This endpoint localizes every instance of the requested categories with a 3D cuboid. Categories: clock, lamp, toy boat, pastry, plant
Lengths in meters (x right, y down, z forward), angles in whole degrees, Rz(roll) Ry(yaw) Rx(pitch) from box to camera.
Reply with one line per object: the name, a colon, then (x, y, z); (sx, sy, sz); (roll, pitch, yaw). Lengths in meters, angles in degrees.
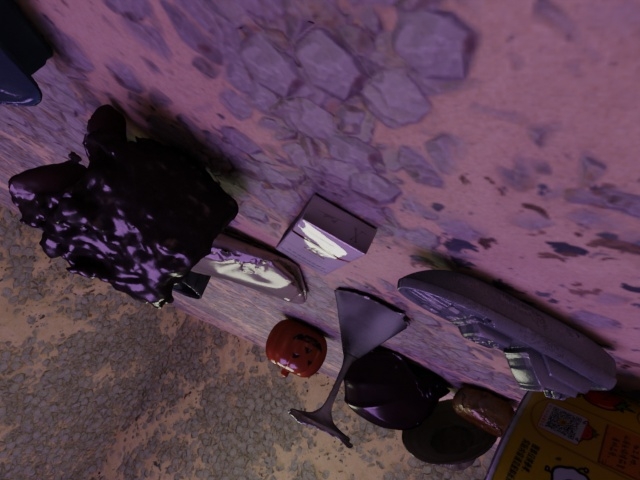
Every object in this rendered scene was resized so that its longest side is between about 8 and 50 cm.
clock: (-0.496, 0.047, 1.216); (0.387, 0.076, 0.386); (23, 160, 9)
lamp: (-0.076, 0.334, 1.282); (0.188, 0.163, 0.187); (23, 163, 8)
toy boat: (0.202, 0.105, 0.478); (0.261, 0.085, 0.078); (28, 161, -3)
pastry: (0.385, 0.402, 1.001); (0.153, 0.081, 0.153); (24, 164, 7)
plant: (-0.226, -0.045, 0.506); (0.234, 0.204, 0.178); (44, 118, -10)

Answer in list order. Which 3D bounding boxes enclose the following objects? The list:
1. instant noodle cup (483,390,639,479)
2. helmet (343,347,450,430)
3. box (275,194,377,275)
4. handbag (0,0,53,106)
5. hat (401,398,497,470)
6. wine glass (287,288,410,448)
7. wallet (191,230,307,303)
instant noodle cup: (0.380, 0.342, 0.560); (0.254, 0.325, 0.325); (24, 163, 38)
helmet: (0.189, 0.407, 1.125); (0.305, 0.177, 0.225); (34, 157, -16)
box: (0.000, 0.000, 0.536); (0.084, 0.040, 0.154); (32, 159, -7)
handbag: (-0.358, -0.194, 0.338); (0.179, 0.062, 0.229); (-2, 164, -5)
hat: (0.344, 0.530, 1.102); (0.252, 0.252, 0.109); (-4, 108, 55)
wine glass: (0.044, 0.219, 0.741); (0.156, 0.232, 0.156); (24, 160, 9)
wallet: (-0.178, 0.043, 0.839); (0.336, 0.068, 0.275); (20, 164, 0)
